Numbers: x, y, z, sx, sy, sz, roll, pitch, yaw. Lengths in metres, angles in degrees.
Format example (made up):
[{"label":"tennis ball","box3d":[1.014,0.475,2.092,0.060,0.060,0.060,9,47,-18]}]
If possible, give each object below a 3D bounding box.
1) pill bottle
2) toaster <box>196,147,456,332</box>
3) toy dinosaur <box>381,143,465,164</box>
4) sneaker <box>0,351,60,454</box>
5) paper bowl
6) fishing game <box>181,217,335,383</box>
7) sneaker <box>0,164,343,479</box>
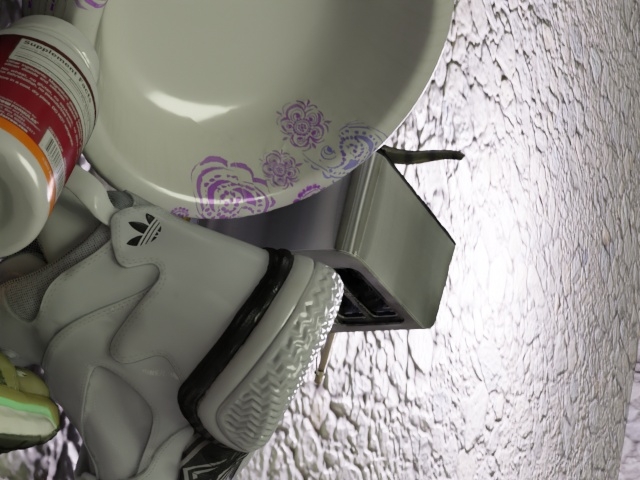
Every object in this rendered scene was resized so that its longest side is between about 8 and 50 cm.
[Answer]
[{"label":"pill bottle","box3d":[-0.173,-0.064,0.736,0.152,0.086,0.086,-78,160,-55]},{"label":"toaster","box3d":[0.000,0.000,1.076,0.186,0.168,0.110,47,47,-47]},{"label":"toy dinosaur","box3d":[-0.017,-0.114,1.083,0.064,0.268,0.118,-63,-176,-7]},{"label":"sneaker","box3d":[-0.252,0.014,0.640,0.410,0.158,0.182,46,35,-65]},{"label":"paper bowl","box3d":[-0.062,-0.166,0.907,0.284,0.148,0.284,-17,132,-20]},{"label":"fishing game","box3d":[-0.050,0.016,1.196,0.264,0.041,0.189,49,48,-46]},{"label":"sneaker","box3d":[-0.137,0.099,0.907,0.137,0.210,0.366,-59,179,-45]}]
